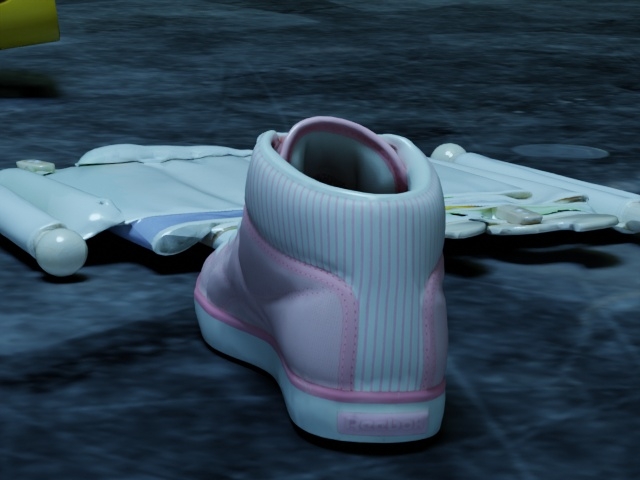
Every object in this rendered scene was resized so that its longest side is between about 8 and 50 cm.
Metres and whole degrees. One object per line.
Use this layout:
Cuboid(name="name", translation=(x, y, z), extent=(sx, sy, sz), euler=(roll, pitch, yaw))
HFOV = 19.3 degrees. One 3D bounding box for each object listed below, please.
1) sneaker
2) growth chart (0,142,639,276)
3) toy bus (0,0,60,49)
Cuboid(name="sneaker", translation=(0.000, 0.000, 0.477), extent=(0.051, 0.070, 0.134), euler=(-3, 12, -15))
Cuboid(name="growth chart", translation=(-0.008, -0.015, 0.660), extent=(0.237, 0.021, 0.172), euler=(-3, 13, -21))
Cuboid(name="toy bus", translation=(-0.229, -0.129, 0.959), extent=(0.202, 0.104, 0.191), euler=(2, 17, 37))
